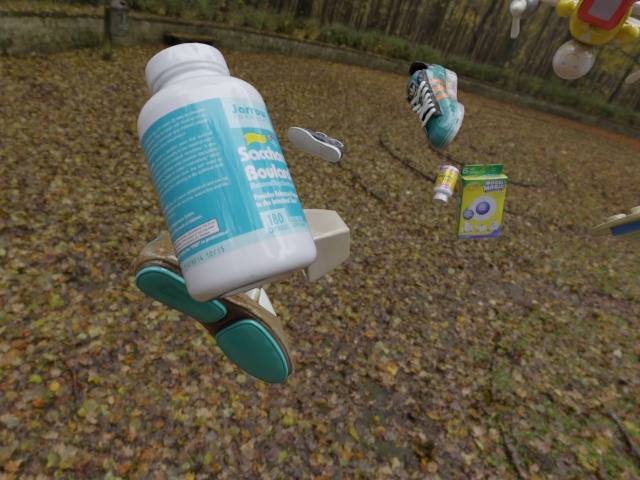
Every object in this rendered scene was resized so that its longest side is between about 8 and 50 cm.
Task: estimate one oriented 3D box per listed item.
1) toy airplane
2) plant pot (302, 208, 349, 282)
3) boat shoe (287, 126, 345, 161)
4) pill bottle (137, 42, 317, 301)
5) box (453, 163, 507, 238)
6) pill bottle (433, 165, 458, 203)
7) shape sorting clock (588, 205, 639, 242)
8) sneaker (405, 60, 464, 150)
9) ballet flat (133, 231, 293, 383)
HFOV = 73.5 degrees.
[{"bbox_3d":[0.624,-0.501,0.970,0.384,0.272,0.386,13,26,-26],"label":"toy airplane"},{"bbox_3d":[0.000,0.000,0.841,0.096,0.109,0.109,-15,40,-16],"label":"plant pot"},{"bbox_3d":[-0.007,-0.202,0.877,0.125,0.046,0.038,26,45,16],"label":"boat shoe"},{"bbox_3d":[-0.111,-0.075,0.478,0.146,0.146,0.264,-15,82,-44],"label":"pill bottle"},{"bbox_3d":[0.385,-0.093,1.032,0.105,0.179,0.043,-3,24,1],"label":"box"},{"bbox_3d":[0.286,-0.127,0.984,0.043,0.083,0.043,19,-12,4],"label":"pill bottle"},{"bbox_3d":[0.426,-0.039,0.493,0.206,0.206,0.040,-1,73,-29],"label":"shape sorting clock"},{"bbox_3d":[0.259,-0.329,1.028,0.121,0.108,0.302,19,47,-10],"label":"sneaker"},{"bbox_3d":[-0.154,0.106,0.715,0.342,0.116,0.124,46,30,-30],"label":"ballet flat"}]
